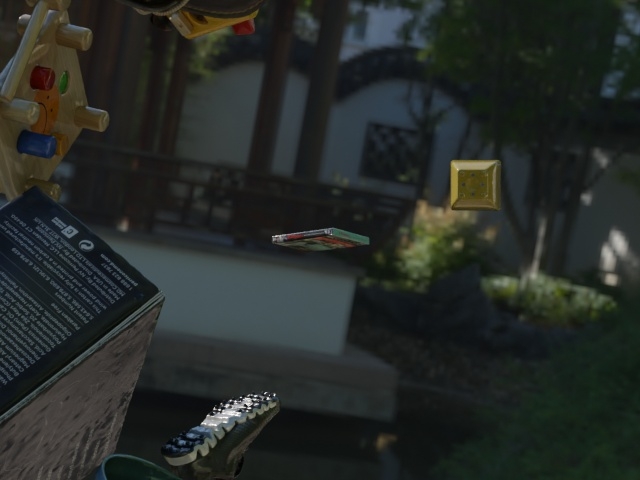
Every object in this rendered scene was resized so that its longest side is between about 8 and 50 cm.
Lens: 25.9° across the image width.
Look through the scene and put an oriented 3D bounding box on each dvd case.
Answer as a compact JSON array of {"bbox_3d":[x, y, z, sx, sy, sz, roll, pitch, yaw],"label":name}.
[{"bbox_3d":[0.000,0.000,2.072,0.119,0.013,0.087,-9,-15,39],"label":"dvd case"}]

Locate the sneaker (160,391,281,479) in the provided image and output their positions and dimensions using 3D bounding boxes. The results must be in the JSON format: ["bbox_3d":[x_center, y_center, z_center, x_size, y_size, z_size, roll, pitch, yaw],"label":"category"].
[{"bbox_3d":[-0.146,0.317,2.153,0.078,0.106,0.234,4,24,43],"label":"sneaker"}]

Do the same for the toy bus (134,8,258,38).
[{"bbox_3d":[-0.183,-0.342,1.982,0.191,0.104,0.202,16,-38,-4],"label":"toy bus"}]

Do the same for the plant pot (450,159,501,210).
[{"bbox_3d":[0.242,-0.087,2.191,0.081,0.082,0.083,0,2,10],"label":"plant pot"}]

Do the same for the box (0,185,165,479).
[{"bbox_3d":[-0.538,0.253,2.143,0.297,0.480,0.472,38,48,12],"label":"box"}]

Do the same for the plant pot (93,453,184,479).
[{"bbox_3d":[-0.238,0.464,1.925,0.293,0.196,0.293,37,5,-3],"label":"plant pot"}]

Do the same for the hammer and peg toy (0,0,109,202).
[{"bbox_3d":[-0.462,-0.242,2.202,0.127,0.266,0.361,14,-38,15],"label":"hammer and peg toy"}]

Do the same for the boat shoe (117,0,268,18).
[{"bbox_3d":[-0.139,-0.228,1.066,0.355,0.132,0.130,13,37,-55],"label":"boat shoe"}]
